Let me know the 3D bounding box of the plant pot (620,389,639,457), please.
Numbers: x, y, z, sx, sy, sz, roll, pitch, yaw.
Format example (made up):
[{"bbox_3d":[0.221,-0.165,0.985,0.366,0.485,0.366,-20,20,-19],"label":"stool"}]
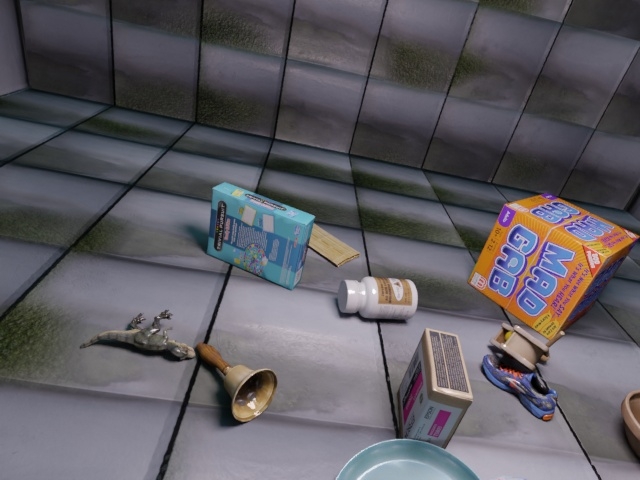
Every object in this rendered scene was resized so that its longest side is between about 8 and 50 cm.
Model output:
[{"bbox_3d":[0.888,0.517,1.068,0.237,0.110,0.237,10,29,-6],"label":"plant pot"}]

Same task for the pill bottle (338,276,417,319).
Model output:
[{"bbox_3d":[0.179,0.182,1.320,0.229,0.131,0.131,5,31,-14],"label":"pill bottle"}]

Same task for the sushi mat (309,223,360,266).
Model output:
[{"bbox_3d":[0.000,0.000,1.665,0.316,0.019,0.151,34,37,32],"label":"sushi mat"}]

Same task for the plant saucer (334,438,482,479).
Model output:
[{"bbox_3d":[0.168,0.520,0.766,0.317,0.044,0.318,-4,29,2],"label":"plant saucer"}]

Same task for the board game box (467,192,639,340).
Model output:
[{"bbox_3d":[0.853,0.076,1.551,0.356,0.357,0.356,-14,39,-38],"label":"board game box"}]

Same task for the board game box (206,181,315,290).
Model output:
[{"bbox_3d":[-0.205,-0.015,1.372,0.335,0.254,0.079,22,30,13],"label":"board game box"}]

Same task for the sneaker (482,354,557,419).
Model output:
[{"bbox_3d":[0.562,0.392,1.168,0.083,0.087,0.221,-18,42,-43],"label":"sneaker"}]

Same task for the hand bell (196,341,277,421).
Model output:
[{"bbox_3d":[-0.229,0.310,0.997,0.241,0.126,0.126,22,28,39],"label":"hand bell"}]

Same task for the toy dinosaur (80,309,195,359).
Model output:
[{"bbox_3d":[-0.444,0.233,1.052,0.267,0.064,0.118,8,37,-4],"label":"toy dinosaur"}]

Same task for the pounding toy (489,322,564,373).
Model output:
[{"bbox_3d":[0.611,0.289,1.242,0.154,0.155,0.269,37,1,35],"label":"pounding toy"}]

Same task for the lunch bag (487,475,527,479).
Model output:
[{"bbox_3d":[0.406,0.545,0.882,0.083,0.053,0.071,3,29,-1],"label":"lunch bag"}]

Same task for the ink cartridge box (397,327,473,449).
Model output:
[{"bbox_3d":[0.252,0.355,0.955,0.088,0.235,0.193,14,29,1],"label":"ink cartridge box"}]
